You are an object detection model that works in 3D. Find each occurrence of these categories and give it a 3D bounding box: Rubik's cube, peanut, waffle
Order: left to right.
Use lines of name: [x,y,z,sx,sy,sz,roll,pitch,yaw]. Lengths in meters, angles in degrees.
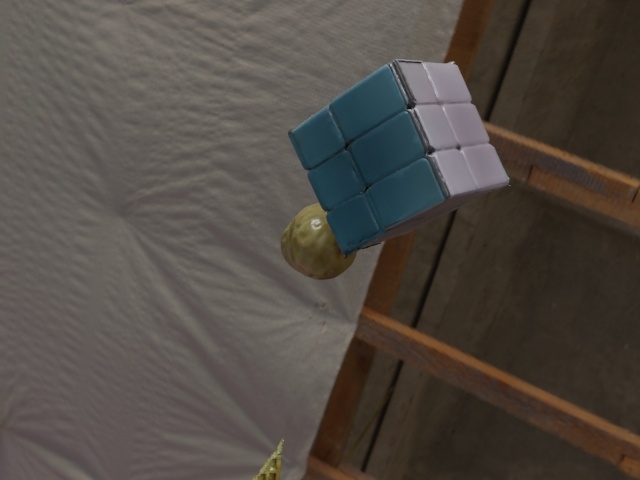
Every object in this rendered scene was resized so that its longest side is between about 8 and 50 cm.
waffle: [-0.149,0.553,1.835,0.032,0.125,0.190,-145,-122,-64]
peanut: [0.000,0.000,1.498,0.148,0.319,0.147,0,-90,-6]
Rubik's cube: [0.128,-0.132,1.251,0.231,0.221,0.224,-29,-98,36]
